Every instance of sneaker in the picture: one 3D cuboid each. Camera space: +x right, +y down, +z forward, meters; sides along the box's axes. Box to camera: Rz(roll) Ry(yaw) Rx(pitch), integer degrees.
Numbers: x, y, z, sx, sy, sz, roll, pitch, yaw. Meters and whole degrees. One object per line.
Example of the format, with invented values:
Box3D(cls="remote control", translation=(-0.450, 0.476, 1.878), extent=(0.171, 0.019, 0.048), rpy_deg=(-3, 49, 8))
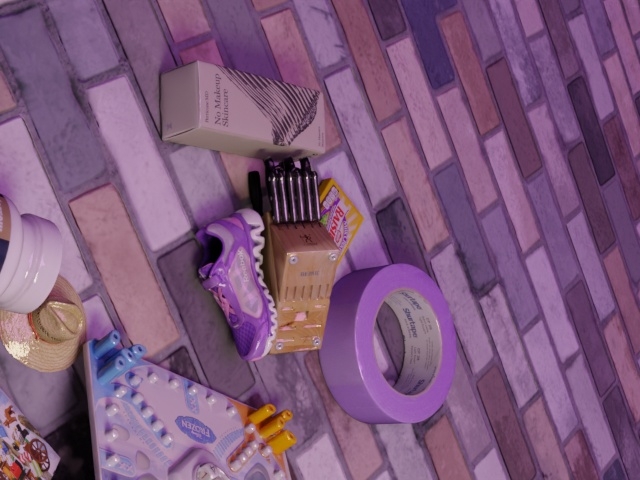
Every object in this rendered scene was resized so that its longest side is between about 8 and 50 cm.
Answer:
Box3D(cls="sneaker", translation=(-0.136, 0.069, 1.694), extent=(0.104, 0.095, 0.237), rpy_deg=(-3, 79, -40))

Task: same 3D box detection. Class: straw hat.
Box3D(cls="straw hat", translation=(-0.349, 0.104, 1.475), extent=(0.144, 0.061, 0.145), rpy_deg=(10, 75, -45))

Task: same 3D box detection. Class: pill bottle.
Box3D(cls="pill bottle", translation=(-0.451, -0.001, 1.322), extent=(0.264, 0.153, 0.153), rpy_deg=(21, 68, -43))

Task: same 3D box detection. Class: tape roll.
Box3D(cls="tape roll", translation=(0.120, 0.180, 1.938), extent=(0.274, 0.090, 0.275), rpy_deg=(11, 75, -46))

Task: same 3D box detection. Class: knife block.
Box3D(cls="knife block", translation=(-0.058, 0.010, 1.776), extent=(0.088, 0.242, 0.276), rpy_deg=(-3, 122, -21))

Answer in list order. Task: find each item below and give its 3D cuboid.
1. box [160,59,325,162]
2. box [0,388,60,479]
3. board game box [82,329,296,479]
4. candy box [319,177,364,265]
Box3D(cls="box", translation=(-0.118, -0.198, 1.756), extent=(0.275, 0.094, 0.113), rpy_deg=(5, 78, -47))
Box3D(cls="box", translation=(-0.420, 0.240, 1.339), extent=(0.233, 0.044, 0.159), rpy_deg=(56, 21, -23))
Box3D(cls="board game box", translation=(-0.142, 0.338, 1.512), extent=(0.390, 0.050, 0.390), rpy_deg=(32, 30, -41))
Box3D(cls="candy box", translation=(0.000, 0.000, 1.891), extent=(0.105, 0.027, 0.206), rpy_deg=(52, 50, -29))
